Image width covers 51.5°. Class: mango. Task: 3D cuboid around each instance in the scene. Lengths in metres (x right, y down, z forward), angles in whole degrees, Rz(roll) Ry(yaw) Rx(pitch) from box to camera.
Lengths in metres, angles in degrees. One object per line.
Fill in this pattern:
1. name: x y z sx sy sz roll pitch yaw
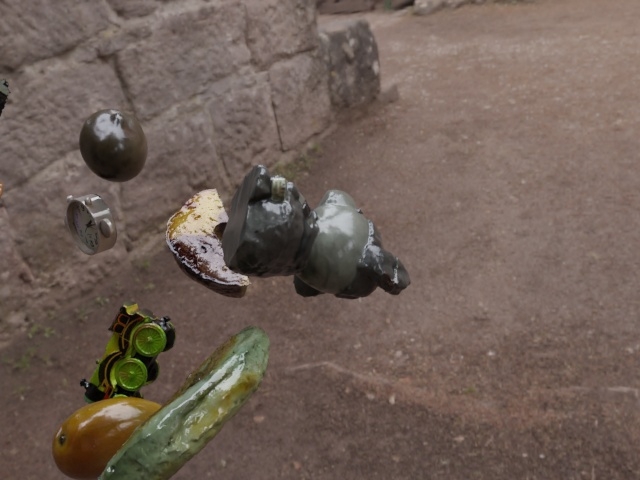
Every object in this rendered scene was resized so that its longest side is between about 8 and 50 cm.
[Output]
1. mango: -0.436 0.411 1.408 0.254 0.175 0.139 -17 50 -21

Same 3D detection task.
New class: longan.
1. longan: -0.514 -0.234 1.655 0.189 0.189 0.189 -9 28 5

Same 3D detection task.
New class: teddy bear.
1. teddy bear: -0.018 0.000 0.867 0.171 0.251 0.144 -28 50 47

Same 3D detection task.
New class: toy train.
1. toy train: -0.474 0.299 1.623 0.160 0.296 0.100 27 2 2

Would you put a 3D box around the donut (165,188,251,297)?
1. donut: -0.266 0.030 1.506 0.151 0.112 0.295 -14 51 -17

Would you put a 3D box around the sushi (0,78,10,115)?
1. sushi: -0.541 -0.166 0.867 0.040 0.193 0.210 22 -2 38

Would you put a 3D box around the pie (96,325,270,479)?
1. pie: -0.165 0.214 0.815 0.302 0.067 0.302 -43 1 1

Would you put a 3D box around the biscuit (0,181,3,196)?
1. biscuit: -0.770 -0.128 1.260 0.306 0.043 0.284 15 38 -27

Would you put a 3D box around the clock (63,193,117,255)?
1. clock: -0.588 -0.044 1.709 0.229 0.156 0.063 4 20 41
